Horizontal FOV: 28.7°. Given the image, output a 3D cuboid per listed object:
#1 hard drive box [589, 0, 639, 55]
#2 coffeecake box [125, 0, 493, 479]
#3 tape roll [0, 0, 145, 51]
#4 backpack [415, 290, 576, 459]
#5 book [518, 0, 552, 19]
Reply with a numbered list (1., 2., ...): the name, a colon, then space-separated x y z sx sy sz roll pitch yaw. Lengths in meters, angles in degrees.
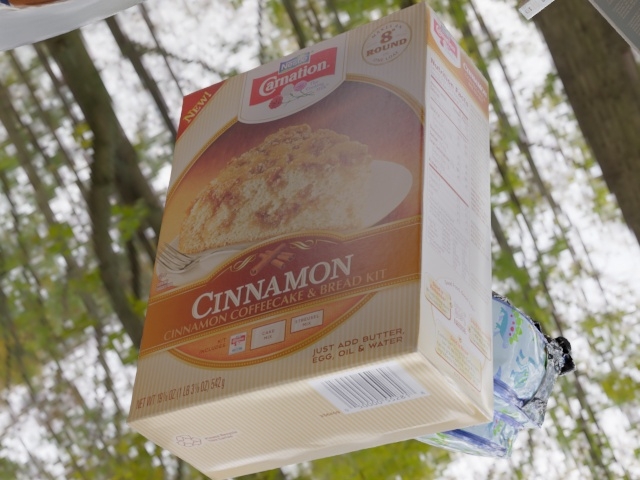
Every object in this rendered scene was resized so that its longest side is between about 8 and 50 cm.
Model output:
1. hard drive box: 0.384 -0.234 1.280 0.181 0.232 0.089 6 131 -38
2. coffeecake box: 0.000 0.000 0.566 0.142 0.068 0.186 -18 -131 28
3. tape roll: -0.093 -0.149 0.498 0.219 0.072 0.219 -24 180 0
4. backpack: 0.066 0.064 0.651 0.105 0.114 0.084 15 -105 26
5. book: 0.293 -0.324 1.438 0.144 0.035 0.096 -34 -159 38
